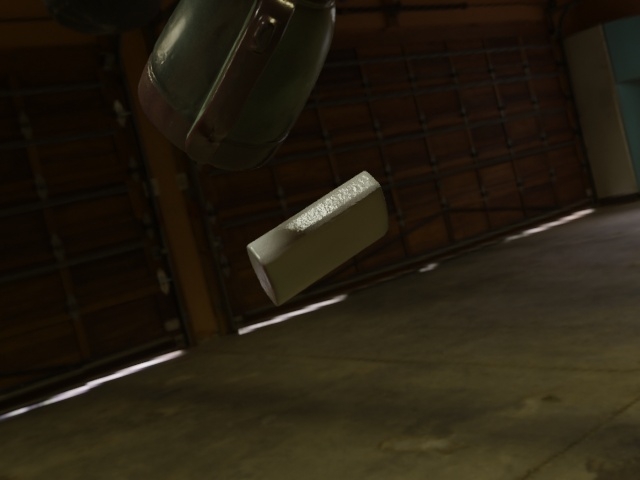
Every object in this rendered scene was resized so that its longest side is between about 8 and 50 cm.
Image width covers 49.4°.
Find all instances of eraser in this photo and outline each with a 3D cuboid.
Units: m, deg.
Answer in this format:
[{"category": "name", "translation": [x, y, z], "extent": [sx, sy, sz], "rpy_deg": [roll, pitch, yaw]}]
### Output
[{"category": "eraser", "translation": [0.000, 0.000, 1.338], "extent": [0.270, 0.095, 0.174], "rpy_deg": [-34, -33, -14]}]

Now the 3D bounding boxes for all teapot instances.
[{"category": "teapot", "translation": [-0.102, -0.261, 0.955], "extent": [0.312, 0.233, 0.315], "rpy_deg": [-53, 19, 37]}]
